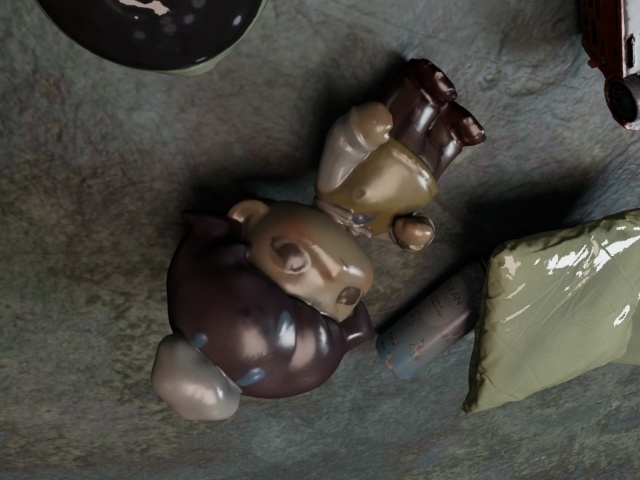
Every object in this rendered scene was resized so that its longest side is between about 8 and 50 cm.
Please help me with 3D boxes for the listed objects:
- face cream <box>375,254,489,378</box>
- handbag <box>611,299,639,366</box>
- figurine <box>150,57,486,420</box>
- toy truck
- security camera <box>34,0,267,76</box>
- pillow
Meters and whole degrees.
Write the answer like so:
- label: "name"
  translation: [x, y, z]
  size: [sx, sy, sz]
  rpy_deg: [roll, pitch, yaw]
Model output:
- label: "face cream"
  translation: [0.179, 0.098, 0.762]
  size: [0.075, 0.075, 0.229]
  rpy_deg: [29, 118, -34]
- label: "handbag"
  translation: [0.428, 0.101, 0.818]
  size: [0.315, 0.109, 0.241]
  rpy_deg: [8, 128, -17]
- label: "figurine"
  translation: [0.013, 0.010, 0.546]
  size: [0.365, 0.206, 0.218]
  rpy_deg: [-38, 144, 16]
- label: "toy truck"
  translation: [0.284, -0.226, 0.472]
  size: [0.107, 0.114, 0.253]
  rpy_deg: [-25, 132, 6]
- label: "security camera"
  translation: [-0.116, -0.231, 0.303]
  size: [0.196, 0.191, 0.277]
  rpy_deg: [-16, 134, -3]
- label: "pillow"
  translation: [0.308, 0.086, 0.704]
  size: [0.274, 0.076, 0.281]
  rpy_deg: [-16, 128, -17]
